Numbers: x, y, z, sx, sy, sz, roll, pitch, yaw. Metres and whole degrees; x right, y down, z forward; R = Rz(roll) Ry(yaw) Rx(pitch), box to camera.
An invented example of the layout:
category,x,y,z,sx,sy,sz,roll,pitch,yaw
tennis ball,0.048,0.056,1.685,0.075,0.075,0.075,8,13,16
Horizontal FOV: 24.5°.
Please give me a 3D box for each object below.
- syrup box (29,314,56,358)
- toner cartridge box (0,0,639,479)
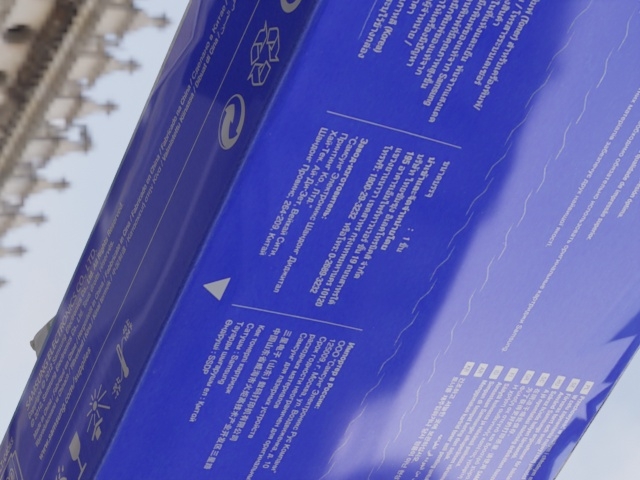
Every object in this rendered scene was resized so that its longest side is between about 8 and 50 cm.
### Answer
category,x,y,z,sx,sy,sz,roll,pitch,yaw
syrup box,0.000,0.000,0.606,0.237,0.096,0.093,-45,-162,-2
toner cartridge box,0.021,0.006,0.460,0.348,0.165,0.075,-62,-146,24
